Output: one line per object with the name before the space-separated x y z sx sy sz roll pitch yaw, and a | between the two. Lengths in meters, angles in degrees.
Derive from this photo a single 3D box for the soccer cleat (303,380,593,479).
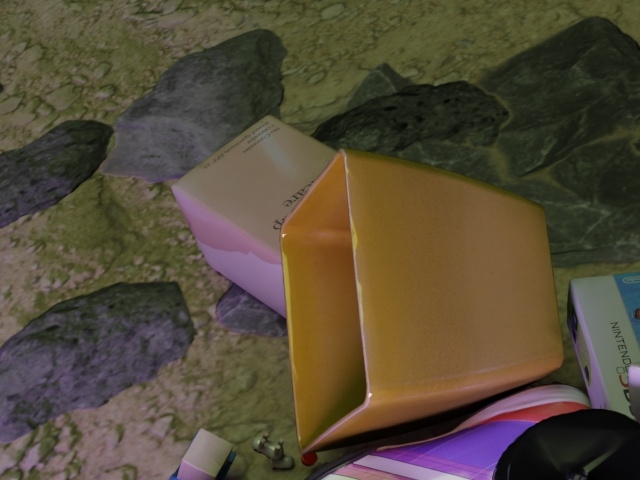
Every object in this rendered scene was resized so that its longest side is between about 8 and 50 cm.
soccer cleat | 0.095 0.221 1.381 0.318 0.108 0.116 -22 33 -4

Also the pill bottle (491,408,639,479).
pill bottle | 0.207 0.234 1.204 0.123 0.219 0.122 -15 37 11

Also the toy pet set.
toy pet set | -0.080 0.229 1.528 0.114 0.065 0.122 27 55 5

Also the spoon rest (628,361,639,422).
spoon rest | 0.305 0.079 1.308 0.137 0.084 0.276 18 30 26

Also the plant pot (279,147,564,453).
plant pot | 0.088 0.055 1.437 0.187 0.212 0.212 -1 72 -16

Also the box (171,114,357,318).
box | 0.000 0.000 1.700 0.148 0.121 0.311 -38 38 -18

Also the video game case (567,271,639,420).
video game case | 0.354 0.112 1.359 0.270 0.061 0.244 -6 38 -1
